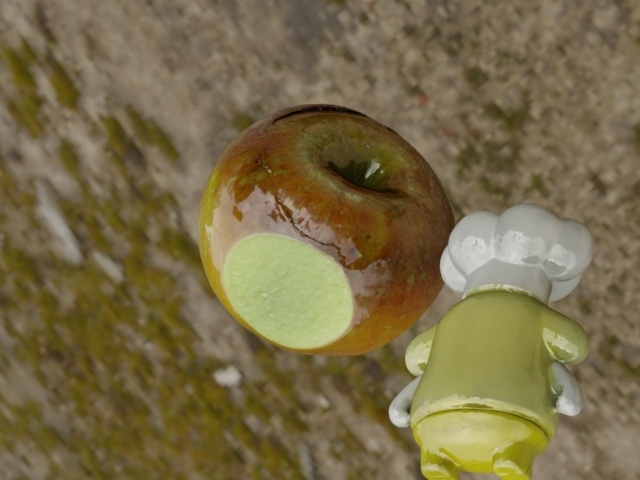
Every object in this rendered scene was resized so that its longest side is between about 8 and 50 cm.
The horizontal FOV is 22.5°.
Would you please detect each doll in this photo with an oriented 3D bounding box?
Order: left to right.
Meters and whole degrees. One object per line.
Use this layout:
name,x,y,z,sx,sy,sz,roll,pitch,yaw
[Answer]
doll,0.093,0.050,0.829,0.106,0.162,0.062,-6,142,30

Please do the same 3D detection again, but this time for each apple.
apple,0.001,-0.004,1.033,0.163,0.146,0.147,29,130,1
